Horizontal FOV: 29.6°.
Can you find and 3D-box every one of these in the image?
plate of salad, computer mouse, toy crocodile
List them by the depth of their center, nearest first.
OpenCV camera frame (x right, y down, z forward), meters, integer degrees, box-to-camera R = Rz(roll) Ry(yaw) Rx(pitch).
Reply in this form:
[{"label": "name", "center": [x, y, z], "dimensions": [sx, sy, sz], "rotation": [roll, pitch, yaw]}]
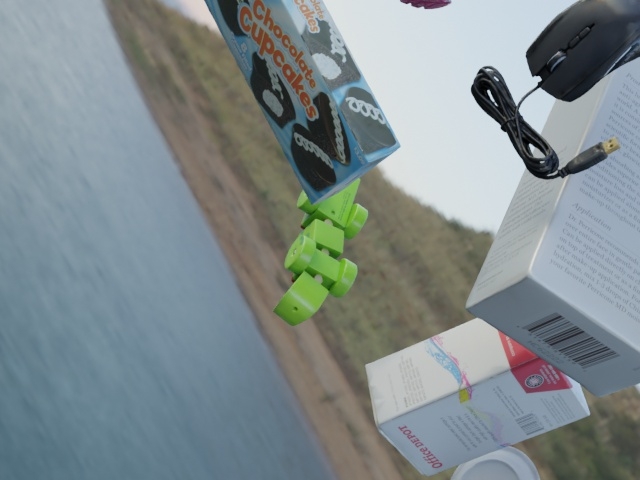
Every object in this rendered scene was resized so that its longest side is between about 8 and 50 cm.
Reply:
[{"label": "computer mouse", "center": [0.312, -0.191, 1.405], "dimensions": [0.184, 0.262, 0.060], "rotation": [64, 16, 20]}, {"label": "toy crocodile", "center": [0.000, 0.000, 2.098], "dimensions": [0.115, 0.105, 0.340], "rotation": [29, 48, -19]}, {"label": "plate of salad", "center": [0.302, 0.454, 2.102], "dimensions": [0.048, 0.200, 0.200], "rotation": [32, 19, -41]}]

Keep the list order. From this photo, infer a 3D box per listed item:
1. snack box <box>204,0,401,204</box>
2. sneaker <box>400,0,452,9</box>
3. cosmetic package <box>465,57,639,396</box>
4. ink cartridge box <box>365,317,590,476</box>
[{"label": "snack box", "center": [-0.031, -0.222, 1.570], "dimensions": [0.322, 0.060, 0.187], "rotation": [62, -28, 3]}, {"label": "sneaker", "center": [0.075, -0.407, 1.648], "dimensions": [0.252, 0.111, 0.103], "rotation": [19, -4, -20]}, {"label": "cosmetic package", "center": [0.392, -0.051, 1.599], "dimensions": [0.230, 0.453, 0.161], "rotation": [34, -28, -10]}, {"label": "ink cartridge box", "center": [0.259, 0.247, 2.006], "dimensions": [0.226, 0.306, 0.131], "rotation": [51, 21, -47]}]
